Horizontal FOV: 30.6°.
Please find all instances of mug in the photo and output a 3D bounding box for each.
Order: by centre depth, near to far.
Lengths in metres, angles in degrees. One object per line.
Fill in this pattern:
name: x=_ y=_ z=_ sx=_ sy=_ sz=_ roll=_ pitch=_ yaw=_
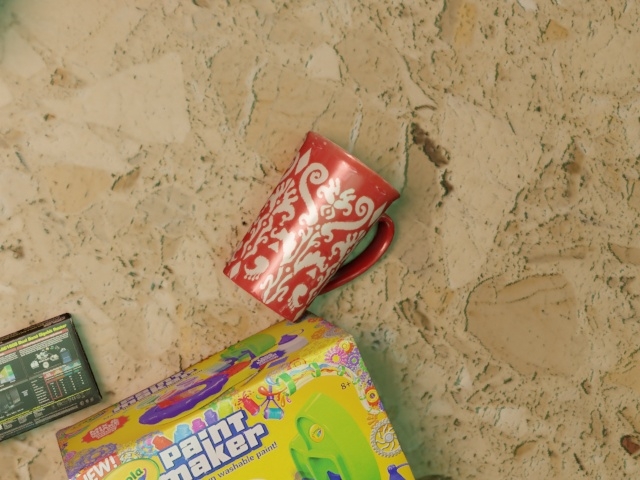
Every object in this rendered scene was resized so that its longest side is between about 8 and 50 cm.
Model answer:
mug: x=0.000 y=0.000 z=1.185 sx=0.150 sy=0.113 sz=0.169 roll=36 pitch=89 yaw=-15

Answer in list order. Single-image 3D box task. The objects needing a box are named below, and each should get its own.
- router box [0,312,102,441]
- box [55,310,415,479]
router box: x=-0.288 y=0.136 z=1.149 sx=0.122 sy=0.038 sz=0.092 roll=-21 pitch=102 yaw=-14
box: x=-0.067 y=0.262 z=1.158 sx=0.290 sy=0.177 sz=0.279 roll=-27 pitch=102 yaw=-12
